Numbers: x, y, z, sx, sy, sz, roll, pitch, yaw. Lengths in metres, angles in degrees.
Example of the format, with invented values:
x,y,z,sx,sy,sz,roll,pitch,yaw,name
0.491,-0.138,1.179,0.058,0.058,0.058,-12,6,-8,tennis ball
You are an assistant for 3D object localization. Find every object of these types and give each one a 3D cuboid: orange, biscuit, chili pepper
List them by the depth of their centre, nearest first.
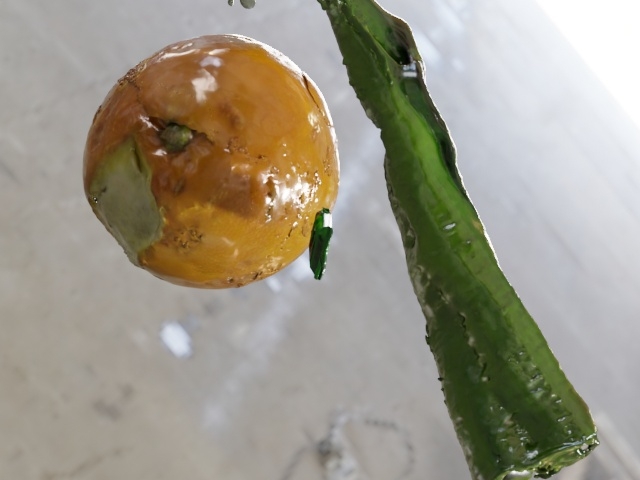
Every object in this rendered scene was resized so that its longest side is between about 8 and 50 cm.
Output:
x,y,z,sx,sy,sz,roll,pitch,yaw,name
0.058,-0.020,1.199,0.359,0.085,0.076,64,23,10,chili pepper
-0.001,0.000,1.699,0.016,0.046,0.089,12,14,-3,biscuit
-0.099,-0.072,1.848,0.240,0.240,0.240,45,18,-19,orange
